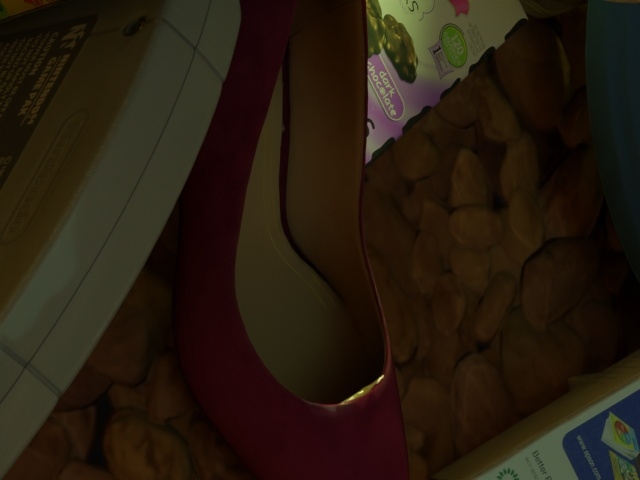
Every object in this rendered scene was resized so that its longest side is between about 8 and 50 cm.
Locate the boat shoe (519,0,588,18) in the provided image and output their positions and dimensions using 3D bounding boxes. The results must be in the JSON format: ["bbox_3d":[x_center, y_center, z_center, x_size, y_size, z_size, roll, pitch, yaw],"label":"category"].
[{"bbox_3d":[0.122,-0.192,1.296,0.153,0.048,0.056,30,64,-37],"label":"boat shoe"}]

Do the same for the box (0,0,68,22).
[{"bbox_3d":[-0.095,-0.263,0.933,0.177,0.290,0.279,50,53,-26],"label":"box"}]

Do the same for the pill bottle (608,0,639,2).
[{"bbox_3d":[0.262,-0.339,1.239,0.407,0.229,0.229,-50,117,-29],"label":"pill bottle"}]

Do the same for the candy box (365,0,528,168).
[{"bbox_3d":[0.018,-0.152,1.176,0.196,0.070,0.164,-43,113,-39],"label":"candy box"}]

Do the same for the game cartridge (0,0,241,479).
[{"bbox_3d":[-0.151,-0.010,0.909,0.060,0.196,0.294,43,58,-30],"label":"game cartridge"}]

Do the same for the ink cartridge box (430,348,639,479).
[{"bbox_3d":[0.247,0.141,1.260,0.333,0.065,0.165,-28,96,-16],"label":"ink cartridge box"}]

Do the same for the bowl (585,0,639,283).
[{"bbox_3d":[0.324,-0.109,1.423,0.391,0.077,0.391,5,84,-50],"label":"bowl"}]

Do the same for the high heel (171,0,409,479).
[{"bbox_3d":[0.000,0.000,1.060,0.127,0.181,0.377,-39,110,-40],"label":"high heel"}]

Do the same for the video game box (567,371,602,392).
[{"bbox_3d":[0.279,0.169,1.332,0.205,0.048,0.187,-9,92,-13],"label":"video game box"}]
